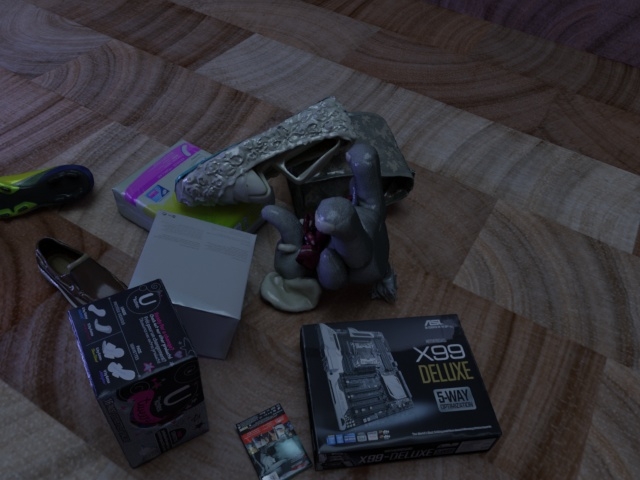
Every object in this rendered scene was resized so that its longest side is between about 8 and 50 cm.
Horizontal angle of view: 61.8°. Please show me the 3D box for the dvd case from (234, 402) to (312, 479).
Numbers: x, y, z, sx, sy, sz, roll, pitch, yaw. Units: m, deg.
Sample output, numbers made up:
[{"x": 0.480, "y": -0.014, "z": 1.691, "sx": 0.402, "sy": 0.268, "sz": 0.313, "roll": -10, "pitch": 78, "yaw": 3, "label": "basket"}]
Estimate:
[{"x": -0.079, "y": 0.339, "z": 0.887, "sx": 0.087, "sy": 0.013, "sz": 0.119, "roll": -21, "pitch": 51, "yaw": -23, "label": "dvd case"}]

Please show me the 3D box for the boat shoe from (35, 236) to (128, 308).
[{"x": -0.461, "y": 0.074, "z": 1.037, "sx": 0.257, "sy": 0.095, "sz": 0.095, "roll": 25, "pitch": 49, "yaw": 17, "label": "boat shoe"}]

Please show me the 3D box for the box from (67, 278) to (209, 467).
[{"x": -0.268, "y": 0.209, "z": 0.827, "sx": 0.142, "sy": 0.247, "sz": 0.163, "roll": -22, "pitch": 53, "yaw": -23, "label": "box"}]

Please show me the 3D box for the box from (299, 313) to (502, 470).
[{"x": 0.127, "y": 0.256, "z": 0.943, "sx": 0.307, "sy": 0.077, "sz": 0.243, "roll": -2, "pitch": 47, "yaw": -8, "label": "box"}]

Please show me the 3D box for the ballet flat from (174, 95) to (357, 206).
[{"x": -0.100, "y": -0.159, "z": 1.099, "sx": 0.408, "sy": 0.147, "sz": 0.147, "roll": -31, "pitch": 55, "yaw": -9, "label": "ballet flat"}]

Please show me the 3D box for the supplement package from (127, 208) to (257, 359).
[{"x": -0.239, "y": 0.083, "z": 0.994, "sx": 0.194, "sy": 0.149, "sz": 0.203, "roll": 15, "pitch": 46, "yaw": -10, "label": "supplement package"}]

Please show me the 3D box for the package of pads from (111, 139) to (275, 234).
[{"x": -0.276, "y": -0.091, "z": 1.209, "sx": 0.296, "sy": 0.101, "sz": 0.229, "roll": 29, "pitch": 52, "yaw": 19, "label": "package of pads"}]

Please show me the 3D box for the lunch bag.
[{"x": 0.063, "y": -0.181, "z": 1.283, "sx": 0.286, "sy": 0.169, "sz": 0.235, "roll": -9, "pitch": 50, "yaw": -9, "label": "lunch bag"}]

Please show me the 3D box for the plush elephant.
[{"x": 0.000, "y": 0.000, "z": 1.066, "sx": 0.255, "sy": 0.330, "sz": 0.272, "roll": -3, "pitch": 41, "yaw": 23, "label": "plush elephant"}]

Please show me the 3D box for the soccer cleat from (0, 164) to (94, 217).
[{"x": -0.664, "y": -0.114, "z": 1.216, "sx": 0.288, "sy": 0.094, "sz": 0.121, "roll": -11, "pitch": 19, "yaw": -10, "label": "soccer cleat"}]
